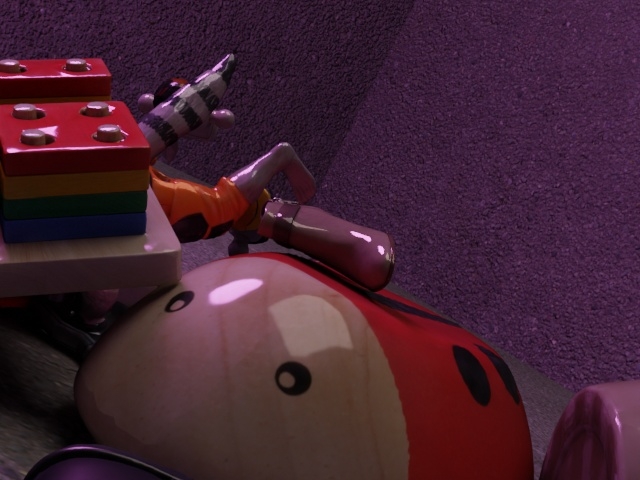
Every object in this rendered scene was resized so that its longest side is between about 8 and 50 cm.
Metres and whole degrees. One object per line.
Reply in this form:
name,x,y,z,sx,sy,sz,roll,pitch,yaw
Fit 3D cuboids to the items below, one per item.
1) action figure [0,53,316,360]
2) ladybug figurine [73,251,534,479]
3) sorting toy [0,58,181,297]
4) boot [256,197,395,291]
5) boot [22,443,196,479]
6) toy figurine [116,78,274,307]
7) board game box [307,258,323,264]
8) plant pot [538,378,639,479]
action figure,-0.222,-0.059,1.094,0.341,0.178,0.330,32,38,30
ladybug figurine,0.017,0.115,0.913,0.305,0.161,0.449,29,4,25
sorting toy,-0.243,-0.057,0.847,0.256,0.089,0.257,-4,26,-18
boot,0.000,0.000,0.866,0.087,0.042,0.118,19,3,-10
boot,-0.025,0.157,0.499,0.247,0.094,0.207,20,0,-3
toy figurine,-0.164,-0.049,1.314,0.213,0.210,0.148,61,2,9
board game box,-0.058,0.063,1.353,0.165,0.042,0.243,-11,5,-2
plant pot,0.298,0.213,0.842,0.280,0.323,0.323,10,5,-4
